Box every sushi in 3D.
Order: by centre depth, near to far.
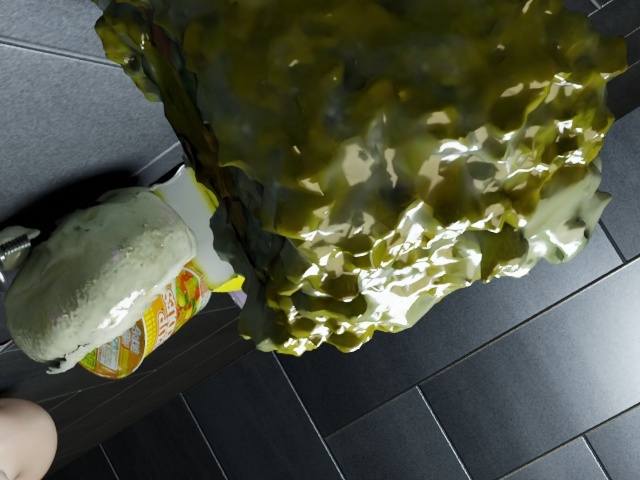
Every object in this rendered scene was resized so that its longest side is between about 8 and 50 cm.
[{"bbox_3d":[0.006,-0.102,0.758,0.240,0.351,0.396,-28,169,-9],"label":"sushi"}]

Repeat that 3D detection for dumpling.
[{"bbox_3d":[-0.333,0.005,1.277,0.077,0.043,0.059,-54,176,31],"label":"dumpling"}]

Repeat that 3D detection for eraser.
[{"bbox_3d":[-0.099,-0.021,1.490,0.069,0.158,0.226,-36,170,22],"label":"eraser"}]

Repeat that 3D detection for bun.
[{"bbox_3d":[-0.250,0.032,1.322,0.239,0.141,0.239,-39,-170,8],"label":"bun"}]

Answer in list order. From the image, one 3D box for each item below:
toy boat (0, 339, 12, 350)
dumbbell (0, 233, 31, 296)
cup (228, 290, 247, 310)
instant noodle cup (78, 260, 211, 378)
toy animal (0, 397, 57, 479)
[{"bbox_3d":[-0.527,0.193,1.617,0.318,0.072,0.219,-25,173,-44],"label":"toy boat"},{"bbox_3d":[-0.380,0.043,1.145,0.209,0.099,0.099,-26,170,-14],"label":"dumbbell"},{"bbox_3d":[0.000,0.000,1.873,0.288,0.203,0.203,-40,168,17],"label":"cup"},{"bbox_3d":[-0.250,0.080,1.632,0.168,0.168,0.185,-36,176,36],"label":"instant noodle cup"},{"bbox_3d":[-0.572,0.352,2.010,0.213,0.195,0.256,-25,175,18],"label":"toy animal"}]
